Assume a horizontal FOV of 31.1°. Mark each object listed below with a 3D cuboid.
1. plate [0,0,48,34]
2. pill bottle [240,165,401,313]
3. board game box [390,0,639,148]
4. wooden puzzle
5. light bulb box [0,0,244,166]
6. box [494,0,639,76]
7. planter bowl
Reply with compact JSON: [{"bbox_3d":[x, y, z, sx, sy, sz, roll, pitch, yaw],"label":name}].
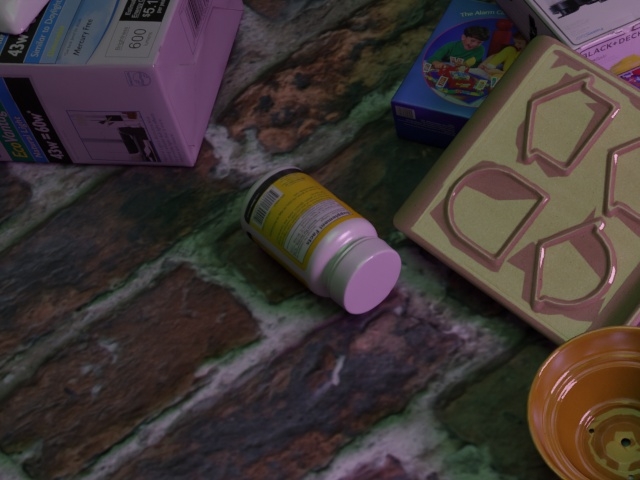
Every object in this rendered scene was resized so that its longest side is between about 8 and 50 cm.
[{"bbox_3d":[-0.490,-0.435,1.728,0.277,0.045,0.278,14,57,25],"label":"plate"},{"bbox_3d":[0.000,0.000,1.513,0.119,0.119,0.208,-39,55,-17],"label":"pill bottle"},{"bbox_3d":[0.307,-0.216,1.636,0.347,0.078,0.233,17,58,24],"label":"board game box"},{"bbox_3d":[0.313,-0.053,1.451,0.348,0.080,0.322,37,88,29],"label":"wooden puzzle"},{"bbox_3d":[-0.346,-0.316,1.774,0.361,0.225,0.358,2,53,14],"label":"light bulb box"},{"bbox_3d":[0.356,-0.348,1.622,0.169,0.087,0.290,-24,50,-7],"label":"box"},{"bbox_3d":[0.342,0.210,1.286,0.217,0.090,0.217,-6,55,9],"label":"planter bowl"}]
